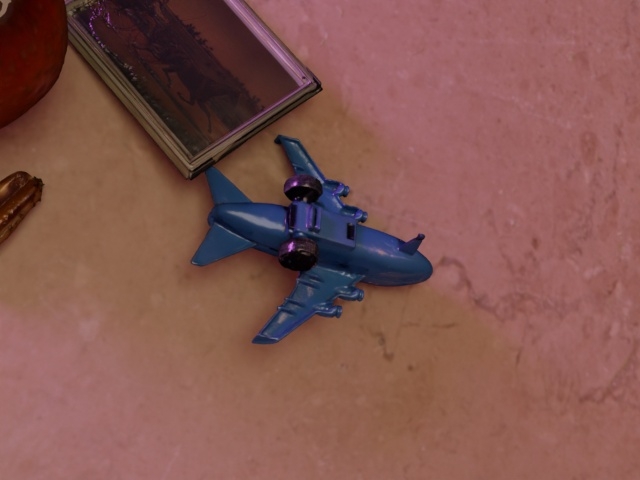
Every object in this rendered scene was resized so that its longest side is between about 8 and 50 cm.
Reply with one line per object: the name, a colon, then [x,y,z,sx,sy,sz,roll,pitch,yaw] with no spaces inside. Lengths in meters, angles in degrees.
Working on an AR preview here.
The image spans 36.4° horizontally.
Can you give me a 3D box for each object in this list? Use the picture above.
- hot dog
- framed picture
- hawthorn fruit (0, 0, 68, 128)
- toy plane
hot dog: [-0.325,-0.023,0.979,0.049,0.037,0.122,39,62,7]
framed picture: [-0.147,-0.211,1.072,0.197,0.014,0.252,-37,80,-23]
hawthorn fruit: [-0.361,-0.213,0.907,0.235,0.263,0.231,-41,82,-2]
toy plane: [0.000,0.000,1.045,0.272,0.105,0.254,10,59,-11]
